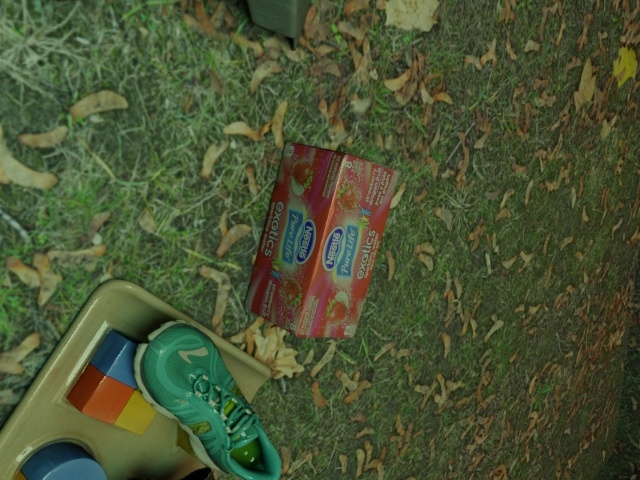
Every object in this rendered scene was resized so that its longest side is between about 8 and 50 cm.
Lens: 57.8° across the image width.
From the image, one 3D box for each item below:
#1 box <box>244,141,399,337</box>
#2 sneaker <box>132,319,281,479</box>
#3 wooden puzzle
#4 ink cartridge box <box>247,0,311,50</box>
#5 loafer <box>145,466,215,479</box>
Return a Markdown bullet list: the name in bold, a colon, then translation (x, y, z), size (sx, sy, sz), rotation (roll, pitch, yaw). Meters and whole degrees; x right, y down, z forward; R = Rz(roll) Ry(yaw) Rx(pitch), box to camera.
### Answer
- **box**: translation (0.000, 0.000, 0.838), size (0.122, 0.128, 0.257), rotation (10, 98, -45)
- **sneaker**: translation (-0.123, 0.203, 0.709), size (0.107, 0.110, 0.275), rotation (-47, 129, -28)
- **wooden puzzle**: translation (-0.234, 0.266, 0.740), size (0.348, 0.080, 0.322), rotation (-57, 134, -12)
- **ink cartridge box**: translation (-0.009, -0.407, 0.627), size (0.071, 0.330, 0.324), rotation (17, 92, -5)
- **loafer**: translation (-0.211, 0.318, 0.681), size (0.220, 0.080, 0.078), rotation (3, 89, -51)
